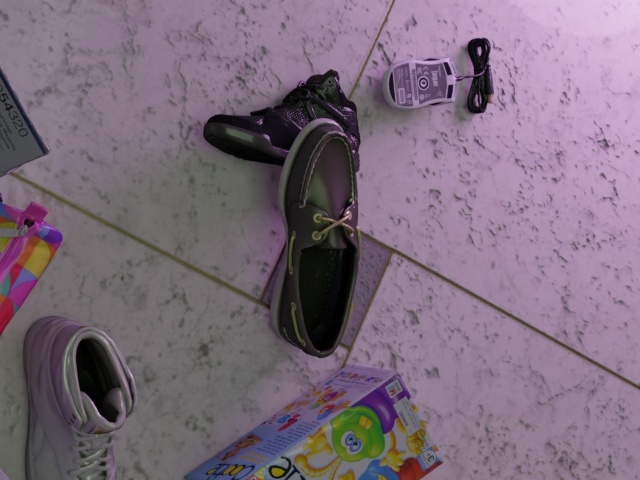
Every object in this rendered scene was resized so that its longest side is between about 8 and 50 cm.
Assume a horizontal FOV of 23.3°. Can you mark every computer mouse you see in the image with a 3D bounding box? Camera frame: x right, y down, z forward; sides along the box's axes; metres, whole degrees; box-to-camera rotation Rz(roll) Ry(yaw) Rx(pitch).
[{"bbox_3d":[0.155,-0.221,2.129,0.193,0.042,0.106,-8,98,-32],"label":"computer mouse"}]

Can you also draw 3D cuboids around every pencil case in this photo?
[{"bbox_3d":[-0.395,0.063,1.822,0.104,0.104,0.236,33,76,-22],"label":"pencil case"}]

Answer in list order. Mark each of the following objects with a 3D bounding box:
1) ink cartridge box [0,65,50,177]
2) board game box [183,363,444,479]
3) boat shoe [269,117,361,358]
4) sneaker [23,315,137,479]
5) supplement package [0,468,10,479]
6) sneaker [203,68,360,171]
[{"bbox_3d":[-0.457,-0.198,1.677,0.071,0.330,0.324,-42,109,-51],"label":"ink cartridge box"},{"bbox_3d":[-0.008,0.293,1.983,0.275,0.144,0.142,-32,103,-22],"label":"board game box"},{"bbox_3d":[0.004,0.000,1.976,0.109,0.091,0.305,-2,109,-29],"label":"boat shoe"},{"bbox_3d":[-0.281,0.239,1.837,0.108,0.169,0.292,-12,96,-28],"label":"sneaker"},{"bbox_3d":[-0.440,0.313,1.690,0.199,0.198,0.262,-46,135,-19],"label":"supplement package"},{"bbox_3d":[-0.047,-0.162,2.005,0.227,0.087,0.130,6,85,-29],"label":"sneaker"}]
